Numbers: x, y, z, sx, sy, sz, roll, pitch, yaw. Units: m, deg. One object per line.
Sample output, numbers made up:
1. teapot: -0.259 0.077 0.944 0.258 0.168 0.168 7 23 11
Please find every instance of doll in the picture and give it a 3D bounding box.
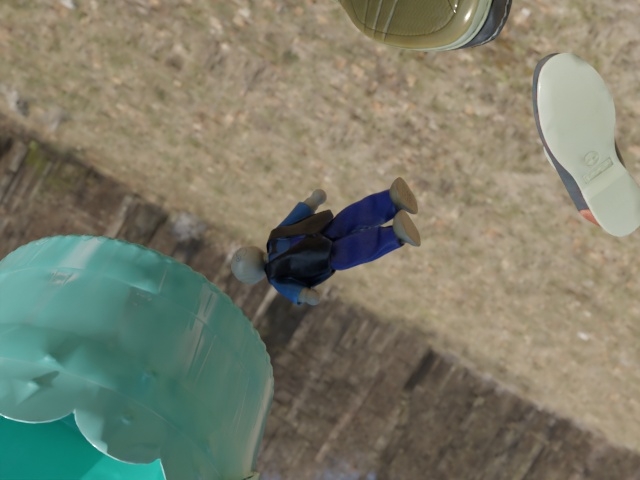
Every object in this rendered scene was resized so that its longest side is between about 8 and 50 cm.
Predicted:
1. doll: 0.000 0.000 1.040 0.046 0.189 0.129 44 -146 -45

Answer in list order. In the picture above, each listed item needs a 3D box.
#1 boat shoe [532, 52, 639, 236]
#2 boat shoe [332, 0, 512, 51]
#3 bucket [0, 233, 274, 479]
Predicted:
1. boat shoe: 0.165 -0.062 0.701 0.137 0.049 0.043 57 -177 -29
2. boat shoe: 0.046 -0.151 0.620 0.073 0.080 0.223 9 -165 -31
3. bucket: -0.170 0.144 0.789 0.281 0.281 0.183 30 -139 -6
